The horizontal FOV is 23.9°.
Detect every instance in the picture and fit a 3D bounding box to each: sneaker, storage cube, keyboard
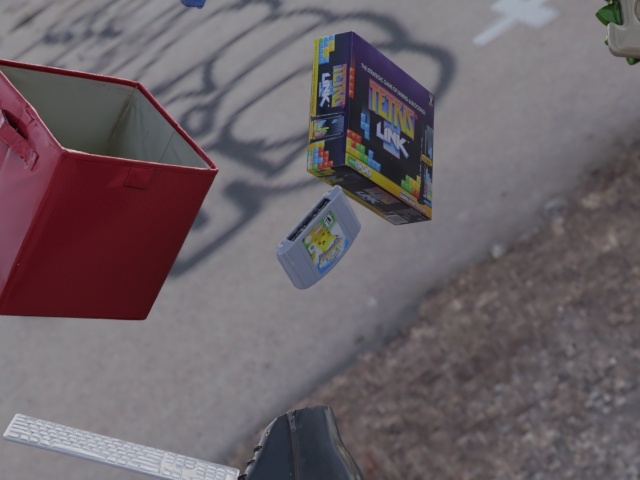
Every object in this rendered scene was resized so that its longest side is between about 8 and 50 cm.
[{"bbox_3d":[-0.064,0.251,1.461,0.222,0.083,0.118,-25,60,7],"label":"sneaker"},{"bbox_3d":[-0.252,-0.048,1.540,0.183,0.215,0.193,47,118,39],"label":"storage cube"},{"bbox_3d":[-0.215,0.234,1.653,0.072,0.256,0.014,-94,19,-82],"label":"keyboard"}]

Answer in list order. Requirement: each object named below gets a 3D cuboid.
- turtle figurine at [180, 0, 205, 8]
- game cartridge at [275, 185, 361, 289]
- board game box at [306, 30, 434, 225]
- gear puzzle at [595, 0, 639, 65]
[{"bbox_3d":[-0.054,-0.330,1.234,0.274,0.198,0.266,-62,34,20],"label":"turtle figurine"},{"bbox_3d":[0.000,0.000,1.293,0.017,0.056,0.083,24,63,40],"label":"game cartridge"},{"bbox_3d":[0.054,-0.107,1.493,0.048,0.170,0.141,-8,69,31],"label":"board game box"},{"bbox_3d":[0.309,-0.207,1.274,0.176,0.338,0.044,2,-19,-12],"label":"gear puzzle"}]
